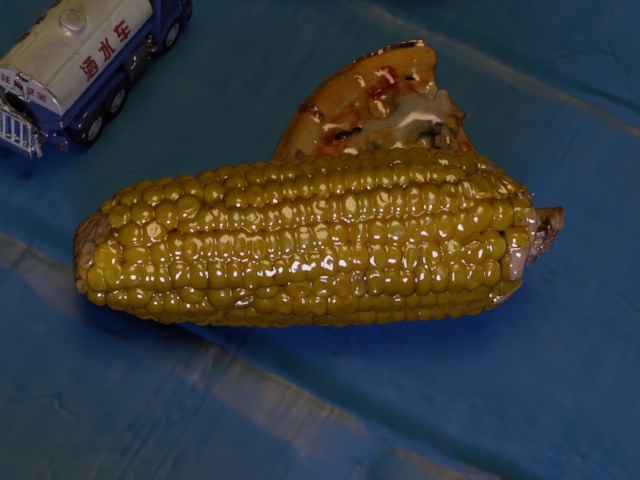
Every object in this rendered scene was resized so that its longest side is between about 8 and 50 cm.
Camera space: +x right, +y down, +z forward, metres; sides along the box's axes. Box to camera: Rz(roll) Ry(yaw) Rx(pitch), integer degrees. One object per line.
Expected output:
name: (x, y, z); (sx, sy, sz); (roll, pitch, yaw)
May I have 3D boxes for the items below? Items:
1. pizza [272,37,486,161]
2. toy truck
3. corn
pizza: (0.055, -0.055, 1.381); (0.185, 0.036, 0.176); (-35, 65, -29)
toy truck: (-0.165, -0.138, 1.379); (0.074, 0.088, 0.201); (27, 53, 13)
corn: (0.000, 0.000, 1.280); (0.322, 0.119, 0.119); (-3, 53, -10)
